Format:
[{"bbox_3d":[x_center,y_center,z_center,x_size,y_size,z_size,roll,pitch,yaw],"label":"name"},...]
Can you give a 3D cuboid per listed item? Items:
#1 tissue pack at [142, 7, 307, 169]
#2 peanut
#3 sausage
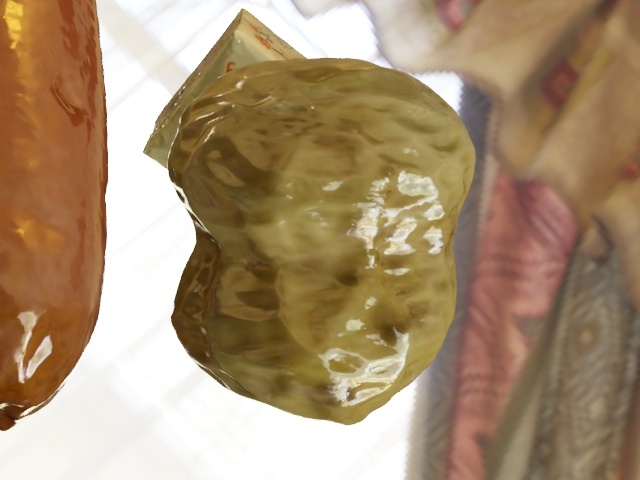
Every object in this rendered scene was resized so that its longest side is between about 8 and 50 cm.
[{"bbox_3d":[-0.033,-0.082,1.577,0.196,0.148,0.092,34,24,-12],"label":"tissue pack"},{"bbox_3d":[0.000,0.000,1.159,0.110,0.197,0.233,-149,-119,-80],"label":"peanut"},{"bbox_3d":[-0.143,-0.044,0.785,0.113,0.113,0.259,86,-2,-59],"label":"sausage"}]
